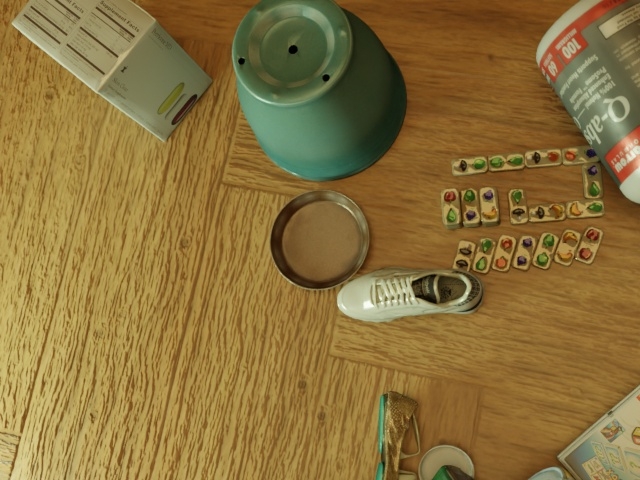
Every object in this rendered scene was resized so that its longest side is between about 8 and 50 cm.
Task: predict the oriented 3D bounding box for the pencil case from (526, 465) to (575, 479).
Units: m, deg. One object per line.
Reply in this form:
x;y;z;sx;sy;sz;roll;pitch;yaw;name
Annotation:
0.370;0.436;1.159;0.124;0.113;0.273;-38;94;29;pencil case

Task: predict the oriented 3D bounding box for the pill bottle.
0.491;-0.184;1.239;0.210;0.210;0.363;-30;74;6;pill bottle

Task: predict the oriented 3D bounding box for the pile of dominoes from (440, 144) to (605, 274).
0.318;-0.050;1.341;0.251;0.040;0.196;-5;78;12;pile of dominoes

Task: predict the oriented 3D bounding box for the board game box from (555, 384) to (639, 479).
0.511;0.365;1.210;0.193;0.053;0.305;-41;74;2;board game box

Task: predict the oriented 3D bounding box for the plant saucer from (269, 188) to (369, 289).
0.000;0.000;1.410;0.168;0.029;0.168;-2;80;12;plant saucer

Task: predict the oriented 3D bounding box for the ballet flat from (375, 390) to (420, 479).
0.116;0.335;1.301;0.067;0.073;0.206;7;84;0;ballet flat

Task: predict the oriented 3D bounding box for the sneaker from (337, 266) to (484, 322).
0.133;0.078;1.329;0.235;0.095;0.090;-8;82;18;sneaker

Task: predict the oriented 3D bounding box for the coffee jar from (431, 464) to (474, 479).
0.162;0.424;1.244;0.184;0.079;0.096;-54;36;11;coffee jar

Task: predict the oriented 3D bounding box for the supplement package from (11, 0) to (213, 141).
-0.334;-0.310;1.425;0.204;0.262;0.145;38;90;16;supplement package

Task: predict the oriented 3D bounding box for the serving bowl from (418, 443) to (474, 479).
0.190;0.346;1.295;0.083;0.027;0.083;1;96;8;serving bowl

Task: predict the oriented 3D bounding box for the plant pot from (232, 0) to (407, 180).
-0.013;-0.256;1.345;0.271;0.255;0.272;-2;79;12;plant pot
